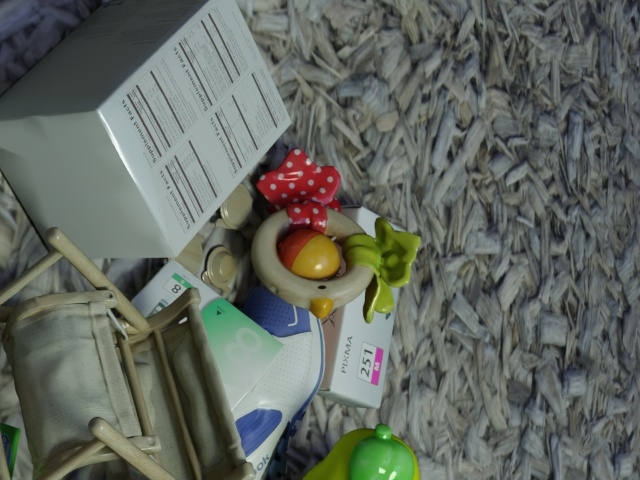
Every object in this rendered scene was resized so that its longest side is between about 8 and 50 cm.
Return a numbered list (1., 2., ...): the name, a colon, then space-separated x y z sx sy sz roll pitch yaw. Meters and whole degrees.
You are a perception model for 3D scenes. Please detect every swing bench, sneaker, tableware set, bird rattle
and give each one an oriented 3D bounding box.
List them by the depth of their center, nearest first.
1. swing bench: -0.231 0.162 1.575 0.254 0.165 0.253 29 33 -49
2. sneaker: -0.108 0.201 1.852 0.182 0.127 0.315 33 66 -50
3. tableware set: -0.146 -0.013 1.896 0.141 0.020 0.169 27 69 -48
4. bird rattle: 0.000 0.000 1.920 0.207 0.253 0.143 -38 164 -39

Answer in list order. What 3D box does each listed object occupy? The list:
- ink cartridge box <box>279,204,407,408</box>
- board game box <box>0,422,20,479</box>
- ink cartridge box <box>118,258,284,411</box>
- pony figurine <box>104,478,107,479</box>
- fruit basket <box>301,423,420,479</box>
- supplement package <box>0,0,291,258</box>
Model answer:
1. ink cartridge box: 0.019 0.081 2.079 0.239 0.060 0.275 27 69 -51
2. board game box: -0.450 0.263 1.423 0.316 0.064 0.242 29 60 -47
3. ink cartridge box: -0.176 0.151 1.746 0.181 0.056 0.225 38 48 2
4. pony figurine: -0.210 0.452 1.633 0.351 0.303 0.363 12 58 -53
5. fruit basket: 0.044 0.412 1.850 0.392 0.392 0.283 -26 78 -50
6. supplement package: -0.207 -0.135 1.667 0.263 0.199 0.198 -53 129 -40
